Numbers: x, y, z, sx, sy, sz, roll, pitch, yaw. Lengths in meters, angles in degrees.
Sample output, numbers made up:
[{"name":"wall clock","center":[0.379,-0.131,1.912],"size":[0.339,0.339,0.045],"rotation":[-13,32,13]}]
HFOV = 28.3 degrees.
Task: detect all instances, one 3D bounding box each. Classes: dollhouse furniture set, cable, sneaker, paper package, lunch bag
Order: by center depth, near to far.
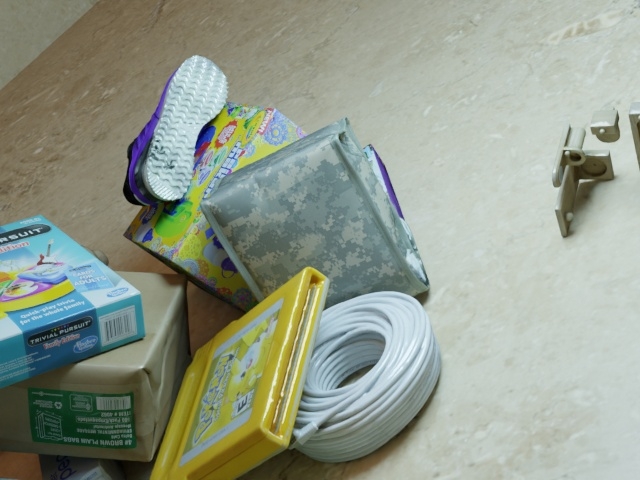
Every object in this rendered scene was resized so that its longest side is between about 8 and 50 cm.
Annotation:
[{"name":"cable","center":[0.047,0.184,1.739],"size":[0.257,0.089,0.257],"rotation":[-27,30,12]},{"name":"dollhouse furniture set","center":[0.405,-0.098,1.757],"size":[0.151,0.144,0.123],"rotation":[1,48,25]},{"name":"lunch bag","center":[0.000,0.000,1.873],"size":[0.235,0.287,0.169],"rotation":[-26,12,13]},{"name":"paper package","center":[-0.380,0.180,1.926],"size":[0.324,0.168,0.309],"rotation":[3,27,7]},{"name":"sneaker","center":[-0.260,-0.180,2.123],"size":[0.146,0.102,0.293],"rotation":[-22,40,49]}]

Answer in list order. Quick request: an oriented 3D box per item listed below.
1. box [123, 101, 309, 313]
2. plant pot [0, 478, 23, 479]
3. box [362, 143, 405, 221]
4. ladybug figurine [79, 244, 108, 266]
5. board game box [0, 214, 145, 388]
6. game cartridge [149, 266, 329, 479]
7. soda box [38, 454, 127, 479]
[{"name":"box","center":[-0.142,-0.061,2.101],"size":[0.290,0.177,0.279],"rotation":[-57,26,-7]},{"name":"plant pot","center":[-0.483,0.443,1.704],"size":[0.290,0.195,0.290],"rotation":[-27,46,33]},{"name":"box","center":[0.033,-0.027,2.089],"size":[0.201,0.057,0.293],"rotation":[-30,30,11]},{"name":"ladybug figurine","center":[-0.544,0.187,2.257],"size":[0.449,0.162,0.305],"rotation":[-40,30,-8]},{"name":"board game box","center":[-0.450,0.082,1.853],"size":[0.253,0.079,0.336],"rotation":[-19,31,-31]},{"name":"game cartridge","center":[-0.123,0.215,1.767],"size":[0.323,0.052,0.285],"rotation":[-36,29,42]},{"name":"soda box","center":[-0.374,0.324,1.958],"size":[0.098,0.091,0.286],"rotation":[-35,30,-1]}]
